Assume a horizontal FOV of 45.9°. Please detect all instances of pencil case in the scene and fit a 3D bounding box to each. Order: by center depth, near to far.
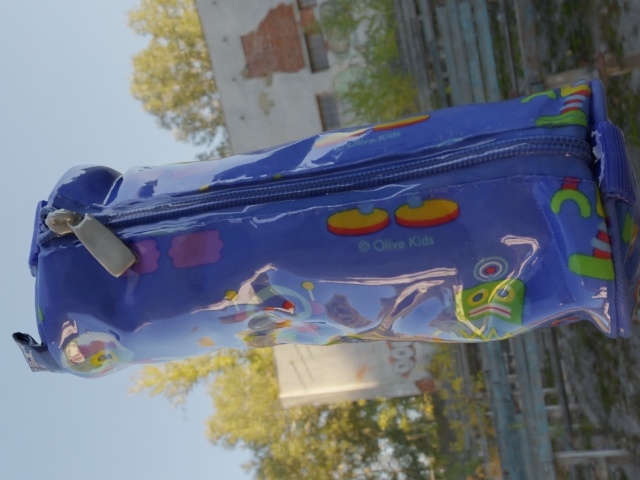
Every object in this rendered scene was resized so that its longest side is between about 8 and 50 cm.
[{"bbox_3d":[0.000,0.000,0.378,0.133,0.306,0.119,49,-143,-66],"label":"pencil case"}]
